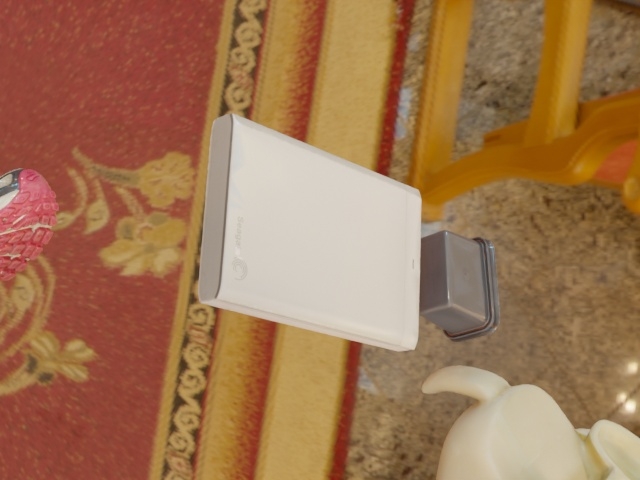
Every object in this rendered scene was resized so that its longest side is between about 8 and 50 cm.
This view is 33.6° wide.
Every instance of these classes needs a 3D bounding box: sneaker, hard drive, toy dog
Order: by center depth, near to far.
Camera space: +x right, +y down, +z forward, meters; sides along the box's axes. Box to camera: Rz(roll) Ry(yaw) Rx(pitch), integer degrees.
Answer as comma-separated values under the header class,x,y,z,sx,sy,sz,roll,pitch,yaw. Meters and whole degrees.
class,x,y,z,sx,sy,sz,roll,pitch,yaw
sneaker,-0.371,0.004,0.960,0.299,0.121,0.112,-24,77,22
hard drive,0.000,0.000,1.195,0.307,0.040,0.203,18,68,-42
toy dog,0.222,0.409,1.451,0.395,0.408,0.284,40,41,9

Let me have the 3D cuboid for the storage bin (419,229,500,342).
class,x,y,z,sx,sy,sz,roll,pitch,yaw
storage bin,0.165,0.054,1.376,0.091,0.098,0.135,25,56,-42
